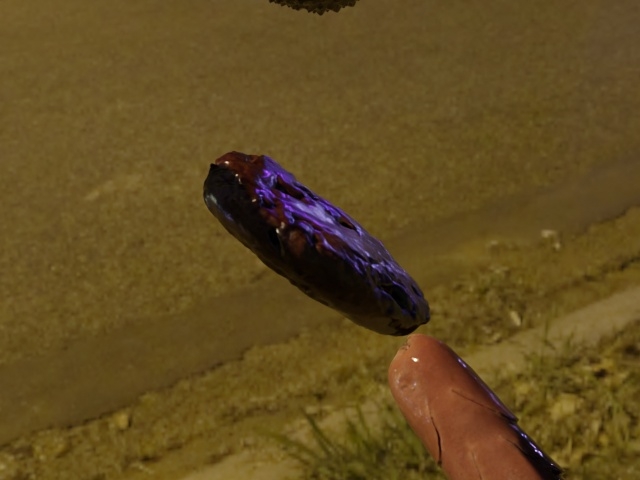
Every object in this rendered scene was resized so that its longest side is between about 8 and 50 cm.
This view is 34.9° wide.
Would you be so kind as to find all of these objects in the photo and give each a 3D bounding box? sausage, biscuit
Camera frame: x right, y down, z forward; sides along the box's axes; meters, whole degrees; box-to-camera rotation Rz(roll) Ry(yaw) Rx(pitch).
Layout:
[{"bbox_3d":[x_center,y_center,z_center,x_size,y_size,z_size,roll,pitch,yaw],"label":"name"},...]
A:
[{"bbox_3d":[0.192,0.239,0.831,0.087,0.088,0.433,-20,53,-33],"label":"sausage"},{"bbox_3d":[0.000,0.000,0.725,0.192,0.049,0.192,34,14,-9],"label":"biscuit"}]

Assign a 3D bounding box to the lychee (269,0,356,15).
[{"bbox_3d":[-0.009,-0.322,1.046,0.188,0.188,0.188,-2,25,1],"label":"lychee"}]
